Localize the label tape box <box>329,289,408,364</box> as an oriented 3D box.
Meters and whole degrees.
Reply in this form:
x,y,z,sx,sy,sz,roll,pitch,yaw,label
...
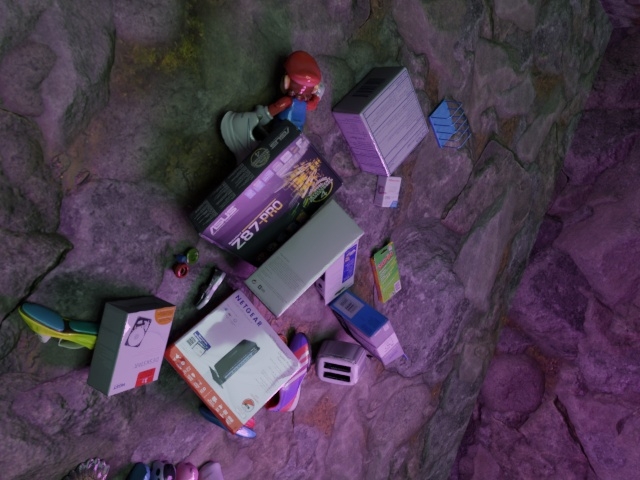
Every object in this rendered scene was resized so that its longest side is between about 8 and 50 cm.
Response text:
x,y,z,sx,sy,sz,roll,pitch,yaw,label
0.199,0.376,1.883,0.106,0.241,0.333,-43,135,-15,label tape box

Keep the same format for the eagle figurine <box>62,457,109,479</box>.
x,y,z,sx,sy,sz,roll,pitch,yaw,label
-0.643,0.814,1.348,0.227,0.225,0.298,5,113,-30,eagle figurine

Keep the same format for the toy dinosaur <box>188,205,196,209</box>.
x,y,z,sx,sy,sz,roll,pitch,yaw,label
-0.305,-0.105,1.410,0.211,0.064,0.112,-42,117,-37,toy dinosaur

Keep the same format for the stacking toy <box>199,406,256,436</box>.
x,y,z,sx,sy,sz,roll,pitch,yaw,label
-0.257,0.506,1.621,0.175,0.166,0.301,43,62,-34,stacking toy

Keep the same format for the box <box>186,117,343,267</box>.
x,y,z,sx,sy,sz,roll,pitch,yaw,label
-0.147,-0.123,1.386,0.395,0.097,0.318,-44,147,3,box

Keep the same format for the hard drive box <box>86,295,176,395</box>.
x,y,z,sx,sy,sz,roll,pitch,yaw,label
-0.516,0.282,1.291,0.181,0.089,0.232,0,107,-65,hard drive box

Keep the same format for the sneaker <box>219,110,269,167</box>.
x,y,z,sx,sy,sz,roll,pitch,yaw,label
-0.188,-0.244,1.392,0.111,0.130,0.297,-63,142,-42,sneaker

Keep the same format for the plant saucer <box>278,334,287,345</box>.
x,y,z,sx,sy,sz,roll,pitch,yaw,label
-0.159,0.389,1.738,0.084,0.013,0.083,-17,116,-37,plant saucer

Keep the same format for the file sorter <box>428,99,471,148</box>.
x,y,z,sx,sy,sz,roll,pitch,yaw,label
0.557,-0.494,1.998,0.118,0.105,0.170,-50,131,-18,file sorter

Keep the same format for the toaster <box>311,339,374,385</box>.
x,y,z,sx,sy,sz,roll,pitch,yaw,label
0.083,0.479,1.827,0.146,0.227,0.128,-39,134,-67,toaster

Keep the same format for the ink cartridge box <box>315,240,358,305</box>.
x,y,z,sx,sy,sz,roll,pitch,yaw,label
0.059,0.093,1.746,0.165,0.065,0.332,-34,147,-28,ink cartridge box

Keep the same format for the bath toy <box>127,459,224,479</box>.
x,y,z,sx,sy,sz,roll,pitch,yaw,label
-0.459,0.819,1.547,0.348,0.129,0.151,24,88,-44,bath toy

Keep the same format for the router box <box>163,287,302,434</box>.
x,y,z,sx,sy,sz,roll,pitch,yaw,label
-0.276,0.373,1.479,0.301,0.082,0.335,-42,98,-23,router box

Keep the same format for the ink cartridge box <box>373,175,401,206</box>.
x,y,z,sx,sy,sz,roll,pitch,yaw,label
0.270,-0.199,1.883,0.089,0.052,0.122,-3,108,-42,ink cartridge box

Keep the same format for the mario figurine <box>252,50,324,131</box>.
x,y,z,sx,sy,sz,roll,pitch,yaw,label
-0.097,-0.424,1.459,0.198,0.170,0.320,-49,156,-68,mario figurine

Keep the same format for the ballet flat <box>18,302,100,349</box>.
x,y,z,sx,sy,sz,roll,pitch,yaw,label
-0.665,0.231,1.196,0.077,0.077,0.231,-50,135,6,ballet flat

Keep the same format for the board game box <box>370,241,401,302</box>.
x,y,z,sx,sy,sz,roll,pitch,yaw,label
0.284,0.136,2.028,0.124,0.039,0.259,-34,128,-29,board game box

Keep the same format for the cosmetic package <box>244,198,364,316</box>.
x,y,z,sx,sy,sz,roll,pitch,yaw,label
-0.056,0.059,1.463,0.365,0.197,0.155,-43,88,-11,cosmetic package

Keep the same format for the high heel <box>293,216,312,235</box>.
x,y,z,sx,sy,sz,roll,pitch,yaw,label
-0.113,0.025,1.614,0.186,0.093,0.261,13,100,-32,high heel

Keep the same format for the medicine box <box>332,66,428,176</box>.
x,y,z,sx,sy,sz,roll,pitch,yaw,label
0.224,-0.428,1.694,0.263,0.149,0.289,-48,131,-18,medicine box

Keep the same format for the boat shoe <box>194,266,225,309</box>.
x,y,z,sx,sy,sz,roll,pitch,yaw,label
-0.352,0.148,1.463,0.040,0.049,0.142,39,76,-23,boat shoe

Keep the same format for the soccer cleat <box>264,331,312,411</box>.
x,y,z,sx,sy,sz,roll,pitch,yaw,label
-0.121,0.496,1.752,0.117,0.109,0.317,8,102,-39,soccer cleat

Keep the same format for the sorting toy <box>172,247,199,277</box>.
x,y,z,sx,sy,sz,roll,pitch,yaw,label
-0.408,0.061,1.388,0.101,0.042,0.061,-61,150,-23,sorting toy
